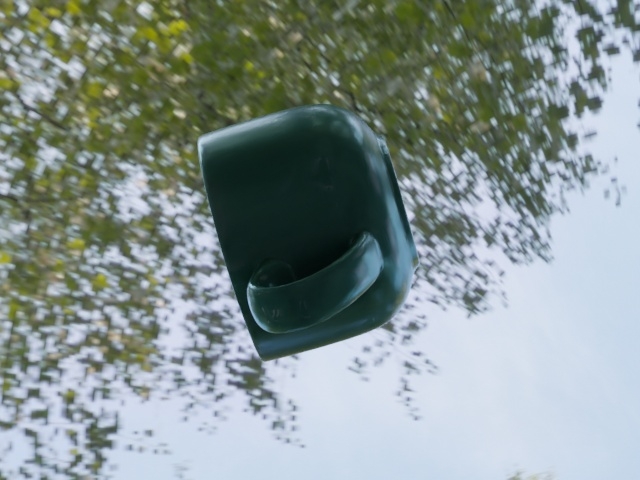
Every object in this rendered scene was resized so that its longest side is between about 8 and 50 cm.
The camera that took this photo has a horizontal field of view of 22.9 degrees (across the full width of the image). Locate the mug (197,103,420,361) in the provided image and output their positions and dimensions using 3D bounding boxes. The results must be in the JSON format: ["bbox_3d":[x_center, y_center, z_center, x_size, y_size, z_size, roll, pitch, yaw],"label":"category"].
[{"bbox_3d":[0.001,0.002,0.852,0.097,0.129,0.158,-16,-126,1],"label":"mug"}]
